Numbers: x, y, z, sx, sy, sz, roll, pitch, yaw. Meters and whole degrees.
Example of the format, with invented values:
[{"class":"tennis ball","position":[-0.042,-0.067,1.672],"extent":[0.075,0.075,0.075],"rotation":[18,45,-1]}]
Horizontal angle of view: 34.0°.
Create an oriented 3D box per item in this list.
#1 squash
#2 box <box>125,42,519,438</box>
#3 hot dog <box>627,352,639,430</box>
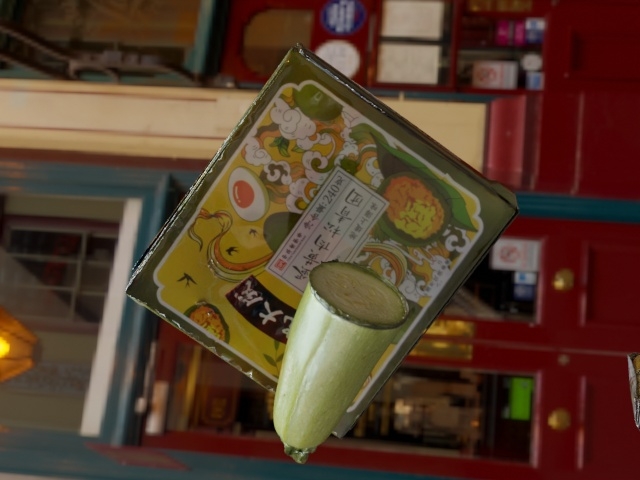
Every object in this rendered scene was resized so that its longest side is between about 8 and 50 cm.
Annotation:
[{"class":"squash","position":[0.004,0.127,0.954],"extent":[0.094,0.094,0.224],"rotation":[-73,2,-57]},{"class":"box","position":[0.000,0.000,1.444],"extent":[0.420,0.373,0.138],"rotation":[-54,7,7]},{"class":"hot dog","position":[0.383,0.183,1.154],"extent":[0.059,0.108,0.191],"rotation":[-48,0,21]}]
